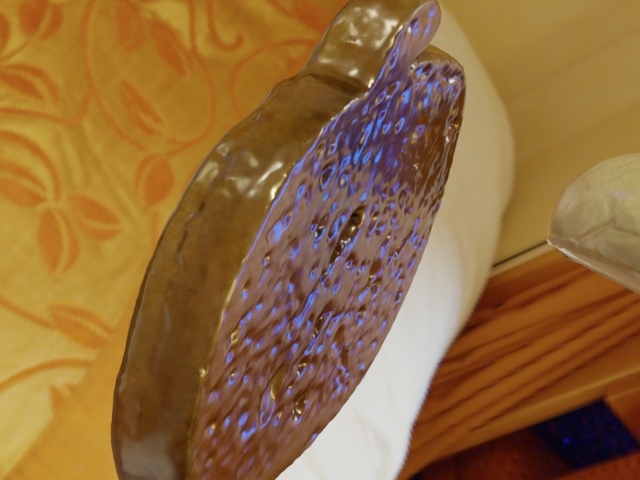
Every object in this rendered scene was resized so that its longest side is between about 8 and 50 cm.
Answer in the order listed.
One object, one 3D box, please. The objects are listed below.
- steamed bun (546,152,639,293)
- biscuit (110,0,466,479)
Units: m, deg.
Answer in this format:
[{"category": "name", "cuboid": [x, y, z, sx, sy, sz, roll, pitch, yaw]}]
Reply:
[{"category": "steamed bun", "cuboid": [0.329, -0.004, 1.160, 0.177, 0.228, 0.131, 24, 92, -60]}, {"category": "biscuit", "cuboid": [-0.008, -0.004, 0.820, 0.070, 0.350, 0.394, 22, 19, 18]}]
